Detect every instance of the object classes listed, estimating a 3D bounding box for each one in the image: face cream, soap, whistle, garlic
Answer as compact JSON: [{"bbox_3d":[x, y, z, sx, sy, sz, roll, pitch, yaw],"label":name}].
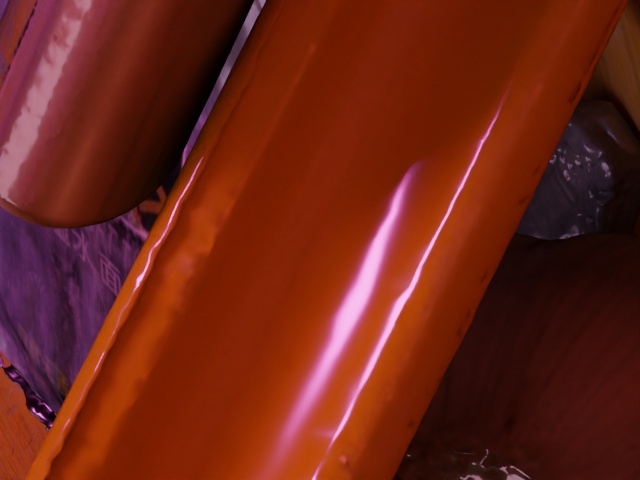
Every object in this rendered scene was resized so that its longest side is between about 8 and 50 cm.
[{"bbox_3d":[-0.016,-0.146,0.486,0.067,0.285,0.139,24,-152,-7],"label":"face cream"},{"bbox_3d":[0.000,0.001,0.579,0.096,0.324,0.204,27,175,-1],"label":"soap"},{"bbox_3d":[0.094,0.007,0.845,0.123,0.122,0.223,64,162,19],"label":"whistle"},{"bbox_3d":[0.117,0.116,0.754,0.253,0.245,0.245,4,-125,-56],"label":"garlic"}]

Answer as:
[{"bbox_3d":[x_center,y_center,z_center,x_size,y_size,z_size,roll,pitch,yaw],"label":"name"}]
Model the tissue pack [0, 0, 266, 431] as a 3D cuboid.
[{"bbox_3d":[-0.068,-0.039,0.866,0.259,0.122,0.361,41,139,34],"label":"tissue pack"}]
